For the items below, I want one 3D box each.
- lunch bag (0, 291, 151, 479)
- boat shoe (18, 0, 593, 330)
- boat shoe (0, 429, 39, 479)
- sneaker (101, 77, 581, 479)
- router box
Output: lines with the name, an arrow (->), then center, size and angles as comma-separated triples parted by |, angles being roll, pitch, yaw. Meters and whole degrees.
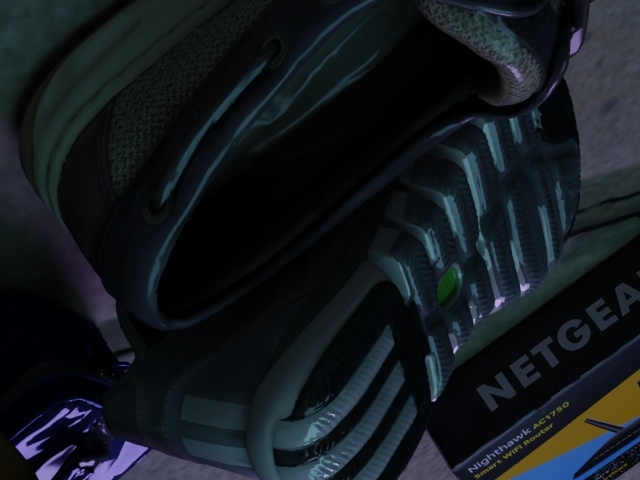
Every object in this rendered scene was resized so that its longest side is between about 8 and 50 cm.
lunch bag -> -0.107, 0.071, 0.549 | 0.098, 0.065, 0.067 | -41, 146, 12
boat shoe -> 0.039, -0.077, 0.464 | 0.285, 0.092, 0.103 | -37, 146, 4
boat shoe -> -0.306, 0.161, 0.413 | 0.500, 0.156, 0.187 | -31, 167, 0
sneaker -> 0.000, 0.000, 0.547 | 0.228, 0.132, 0.086 | -45, 130, -47
router box -> 0.148, 0.070, 0.779 | 0.179, 0.046, 0.133 | -37, 146, 4
